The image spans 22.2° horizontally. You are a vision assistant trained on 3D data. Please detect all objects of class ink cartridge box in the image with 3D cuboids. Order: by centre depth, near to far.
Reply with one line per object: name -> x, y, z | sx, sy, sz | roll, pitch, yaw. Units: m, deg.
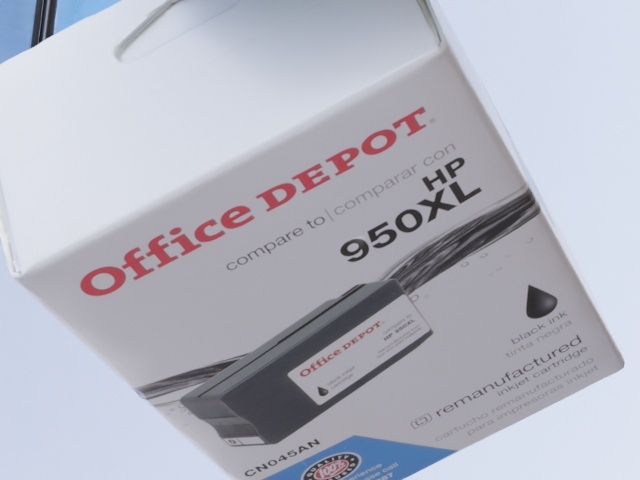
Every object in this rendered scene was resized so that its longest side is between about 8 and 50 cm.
ink cartridge box -> 0.000, 0.000, 1.081 | 0.285, 0.166, 0.395 | -28, -39, 8

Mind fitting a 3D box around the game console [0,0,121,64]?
game console -> -0.313, -0.282, 1.818 | 0.250, 0.173, 0.293 | 13, -108, -30
